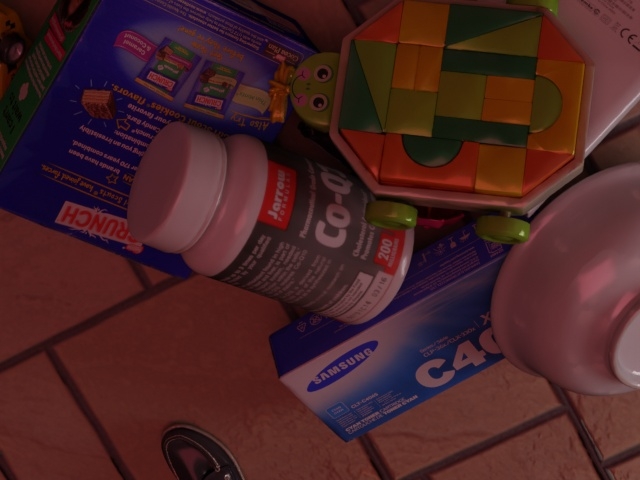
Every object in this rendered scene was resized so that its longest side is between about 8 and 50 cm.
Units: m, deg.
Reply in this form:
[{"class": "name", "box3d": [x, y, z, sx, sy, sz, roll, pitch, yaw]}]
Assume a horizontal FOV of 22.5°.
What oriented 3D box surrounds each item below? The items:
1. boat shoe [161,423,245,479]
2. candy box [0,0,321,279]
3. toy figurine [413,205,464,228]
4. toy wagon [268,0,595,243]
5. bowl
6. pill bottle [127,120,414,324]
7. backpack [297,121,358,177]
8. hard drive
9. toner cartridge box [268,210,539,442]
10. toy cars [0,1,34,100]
[{"class": "boat shoe", "box3d": [-0.130, 0.319, 2.014, 0.075, 0.065, 0.206, -33, 102, 14]}, {"class": "candy box", "box3d": [-0.196, -0.147, 1.795, 0.268, 0.122, 0.317, 23, 109, -30]}, {"class": "toy figurine", "box3d": [0.143, -0.089, 1.843, 0.159, 0.130, 0.173, -39, 93, 25]}, {"class": "toy wagon", "box3d": [0.109, -0.143, 1.692, 0.345, 0.068, 0.267, 7, 78, 8]}, {"class": "bowl", "box3d": [0.348, 0.070, 1.785, 0.298, 0.134, 0.297, -15, 129, -19]}, {"class": "pill bottle", "box3d": [-0.054, -0.021, 1.752, 0.283, 0.161, 0.161, 20, 110, -28]}, {"class": "backpack", "box3d": [0.051, -0.146, 1.839, 0.105, 0.084, 0.114, 38, 112, -8]}, {"class": "hard drive", "box3d": [0.254, -0.203, 1.743, 0.203, 0.040, 0.307, 43, 86, 13]}, {"class": "toner cartridge box", "box3d": [0.130, 0.097, 1.879, 0.348, 0.075, 0.165, -30, 133, 13]}, {"class": "toy cars", "box3d": [-0.414, -0.299, 1.825, 0.176, 0.087, 0.393, -14, 108, 47]}]
